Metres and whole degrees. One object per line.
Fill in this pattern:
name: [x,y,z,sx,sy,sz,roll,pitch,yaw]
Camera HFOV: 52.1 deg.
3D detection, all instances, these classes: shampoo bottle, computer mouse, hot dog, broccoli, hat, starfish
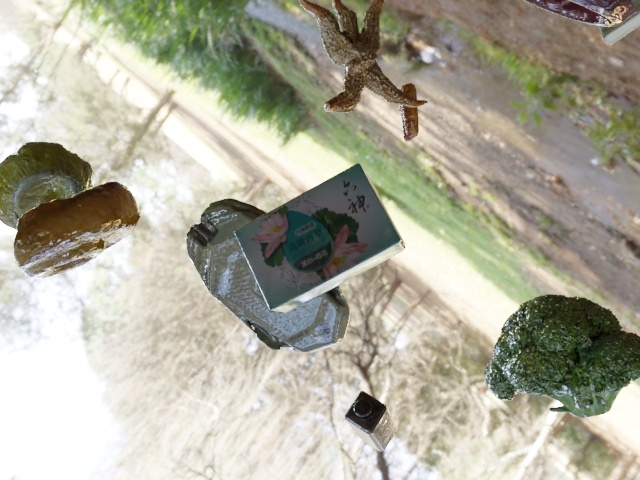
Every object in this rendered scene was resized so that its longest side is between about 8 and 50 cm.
shampoo bottle: [0.121,0.430,1.561,0.079,0.080,0.246,27,161,26]
computer mouse: [-0.110,0.082,1.499,0.429,0.228,0.145,41,-160,-3]
hot dog: [0.217,-0.316,1.616,0.038,0.144,0.062,-2,176,-12]
broccoli: [0.594,0.278,1.623,0.310,0.413,0.321,38,-136,-30]
hat: [0.343,-0.363,0.896,0.205,0.089,0.205,20,-164,-6]
starfish: [0.093,-0.427,1.427,0.084,0.301,0.293,-25,79,58]

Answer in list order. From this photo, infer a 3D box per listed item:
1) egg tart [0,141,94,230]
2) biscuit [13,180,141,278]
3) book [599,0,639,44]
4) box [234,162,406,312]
egg tart: [-0.521,-0.087,1.242,0.197,0.197,0.078,37,-176,-43]
biscuit: [-0.392,-0.011,1.061,0.091,0.213,0.274,62,165,1]
book: [0.665,-0.575,1.328,0.031,0.264,0.379,37,-141,-25]
box: [0.000,0.000,1.096,0.153,0.245,0.092,62,-173,15]
